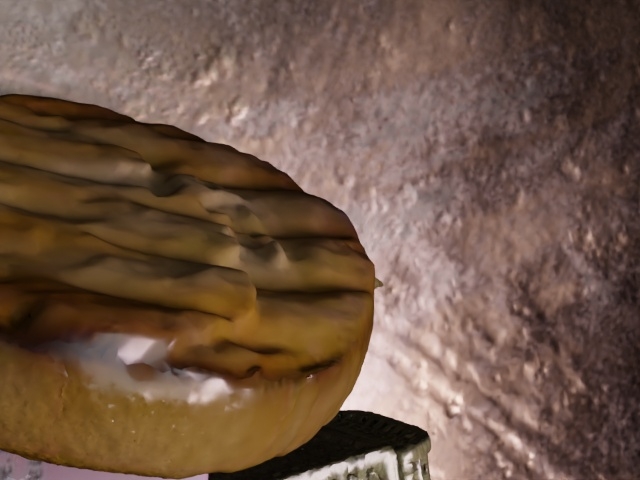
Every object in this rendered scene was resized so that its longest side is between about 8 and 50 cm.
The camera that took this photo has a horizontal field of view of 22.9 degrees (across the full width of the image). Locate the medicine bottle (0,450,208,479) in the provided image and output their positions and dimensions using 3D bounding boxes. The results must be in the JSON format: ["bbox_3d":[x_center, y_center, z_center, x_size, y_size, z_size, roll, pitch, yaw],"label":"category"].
[{"bbox_3d":[-0.201,0.120,0.811,0.254,0.152,0.152,8,88,-24],"label":"medicine bottle"}]

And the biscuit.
[{"bbox_3d":[-0.117,0.019,0.781,0.296,0.296,0.102,6,116,-25],"label":"biscuit"}]

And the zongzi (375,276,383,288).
[{"bbox_3d":[0.000,0.000,0.965,0.083,0.040,0.076,-13,91,-35],"label":"zongzi"}]

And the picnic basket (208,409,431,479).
[{"bbox_3d":[0.001,0.211,0.919,0.154,0.134,0.196,-14,97,-25],"label":"picnic basket"}]
